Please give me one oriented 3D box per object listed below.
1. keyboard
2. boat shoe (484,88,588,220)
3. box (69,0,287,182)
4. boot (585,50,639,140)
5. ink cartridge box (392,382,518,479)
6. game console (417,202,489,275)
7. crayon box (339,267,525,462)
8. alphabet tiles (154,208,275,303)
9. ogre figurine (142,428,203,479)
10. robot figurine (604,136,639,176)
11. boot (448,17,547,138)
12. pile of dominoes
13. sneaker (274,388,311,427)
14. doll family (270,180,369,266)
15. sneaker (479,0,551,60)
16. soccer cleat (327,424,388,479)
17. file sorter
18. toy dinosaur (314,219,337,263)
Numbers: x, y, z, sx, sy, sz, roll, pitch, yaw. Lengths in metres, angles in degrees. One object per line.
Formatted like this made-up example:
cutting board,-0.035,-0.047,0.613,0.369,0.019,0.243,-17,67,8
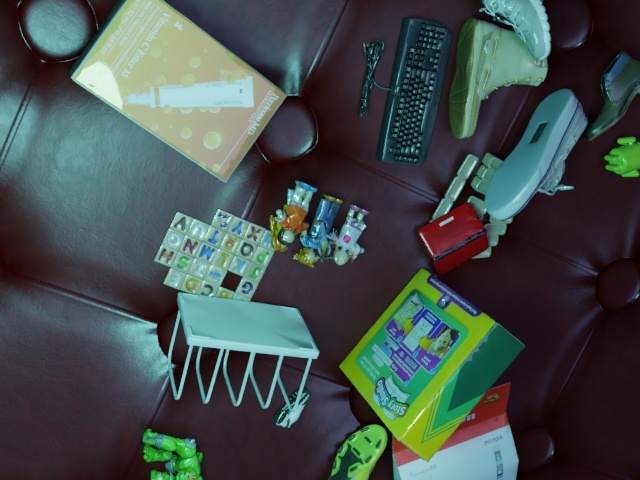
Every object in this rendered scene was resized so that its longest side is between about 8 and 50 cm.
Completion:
keyboard,0.174,-0.327,1.820,0.202,0.033,0.317,6,103,-19
boat shoe,0.512,-0.164,1.895,0.156,0.136,0.367,44,65,-25
box,-0.276,-0.304,1.604,0.345,0.168,0.215,34,93,-24
boot,0.686,-0.344,1.972,0.106,0.082,0.219,43,94,-2
ink cartridge box,0.332,0.533,2.017,0.308,0.091,0.385,-17,135,-11
game console,0.313,-0.003,1.955,0.144,0.085,0.124,-30,86,-2
crayon box,0.230,0.259,1.830,0.106,0.363,0.313,38,92,-24
alphabet tiles,-0.229,0.034,1.807,0.237,0.009,0.198,23,98,-23
ogre figurine,-0.329,0.510,1.874,0.118,0.097,0.197,-7,93,2
robot figurine,0.753,-0.201,2.025,0.115,0.067,0.101,-18,106,-13
boot,0.398,-0.349,1.850,0.204,0.095,0.261,5,95,-19
pile of dominoes,0.368,-0.080,1.966,0.196,0.040,0.251,22,106,-23
sneaker,-0.060,0.396,1.958,0.109,0.040,0.044,-47,130,3
doll family,-0.022,-0.029,1.816,0.263,0.118,0.163,21,92,-41
sneaker,0.401,-0.504,1.787,0.115,0.105,0.281,-28,84,7
soccer cleat,0.079,0.579,2.042,0.289,0.093,0.121,-59,144,0
file sorter,-0.178,0.246,1.786,0.278,0.193,0.173,10,110,-20
toy dinosaur,0.000,0.000,1.749,0.047,0.090,0.082,-4,74,-23
